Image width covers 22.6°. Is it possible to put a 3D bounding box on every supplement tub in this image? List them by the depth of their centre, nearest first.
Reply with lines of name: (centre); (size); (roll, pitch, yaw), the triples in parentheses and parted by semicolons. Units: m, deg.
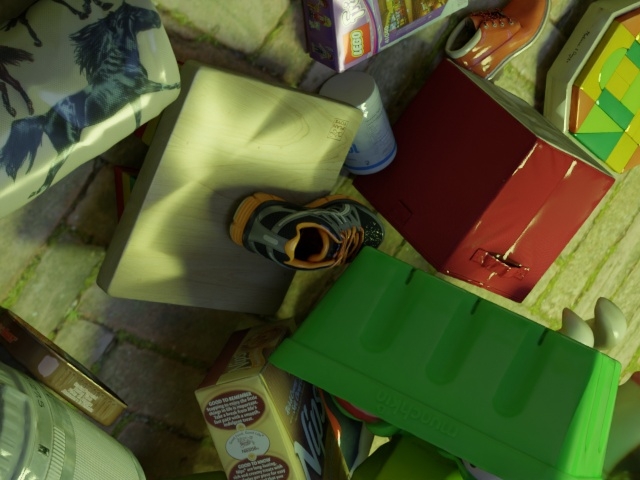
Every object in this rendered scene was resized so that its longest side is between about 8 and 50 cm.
supplement tub: (0.043, -0.134, 1.842); (0.071, 0.071, 0.107); (-41, 137, -18)

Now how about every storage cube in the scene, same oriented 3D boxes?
storage cube: (0.192, -0.071, 1.900); (0.184, 0.215, 0.193); (20, 111, -47)

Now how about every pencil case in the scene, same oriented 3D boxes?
pencil case: (-0.309, -0.097, 1.444); (0.410, 0.183, 0.160); (-39, 119, -22)

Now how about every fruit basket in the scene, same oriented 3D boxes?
fruit basket: (0.124, 0.236, 1.786); (0.392, 0.392, 0.283); (-58, 160, 2)

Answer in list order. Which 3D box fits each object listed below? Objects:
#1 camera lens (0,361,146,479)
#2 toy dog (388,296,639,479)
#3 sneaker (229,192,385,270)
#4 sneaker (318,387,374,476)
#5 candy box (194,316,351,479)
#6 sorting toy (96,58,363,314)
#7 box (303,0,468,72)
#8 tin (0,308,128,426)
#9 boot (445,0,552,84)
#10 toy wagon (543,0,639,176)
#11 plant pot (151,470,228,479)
camera lens: (-0.321, 0.256, 1.621); (0.219, 0.219, 0.274); (-51, 140, -7)
toy dog: (0.277, 0.256, 1.970); (0.284, 0.408, 0.395); (18, 81, -66)
sneaker: (0.000, 0.000, 1.740); (0.215, 0.083, 0.084); (-1, 114, -46)
sneaker: (-0.015, 0.324, 2.050); (0.148, 0.131, 0.350); (-19, 118, -38)
candy box: (-0.035, 0.269, 1.854); (0.183, 0.087, 0.316); (-60, 133, -69)
sorting toy: (-0.112, -0.061, 1.721); (0.257, 0.089, 0.255); (10, 108, -48)
box: (0.066, -0.352, 1.730); (0.201, 0.057, 0.293); (-30, 134, -28)
tin: (-0.274, 0.136, 1.676); (0.040, 0.106, 0.189); (-53, 139, -9)
boot: (0.216, -0.259, 1.944); (0.158, 0.059, 0.084); (-49, 135, -7)
toy wagon: (0.426, -0.201, 2.180); (0.344, 0.068, 0.267); (30, 93, -50)
plant pot: (-0.160, 0.399, 1.849); (0.227, 0.207, 0.228); (-12, 139, 16)
